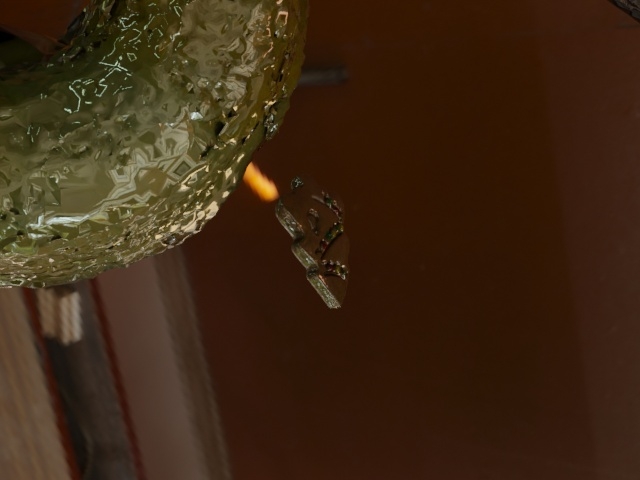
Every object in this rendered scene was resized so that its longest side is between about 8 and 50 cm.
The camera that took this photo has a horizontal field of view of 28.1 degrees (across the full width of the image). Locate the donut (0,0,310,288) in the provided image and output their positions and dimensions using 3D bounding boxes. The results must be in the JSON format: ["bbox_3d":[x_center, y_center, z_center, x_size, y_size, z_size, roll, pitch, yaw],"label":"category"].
[{"bbox_3d":[-0.130,-0.107,0.507,0.107,0.272,0.272,-168,57,-78],"label":"donut"}]

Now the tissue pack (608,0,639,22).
[{"bbox_3d":[0.300,-0.124,0.714,0.123,0.245,0.332,-55,32,8],"label":"tissue pack"}]

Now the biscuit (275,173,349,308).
[{"bbox_3d":[0.000,0.000,0.853,0.016,0.082,0.092,-20,81,27],"label":"biscuit"}]
